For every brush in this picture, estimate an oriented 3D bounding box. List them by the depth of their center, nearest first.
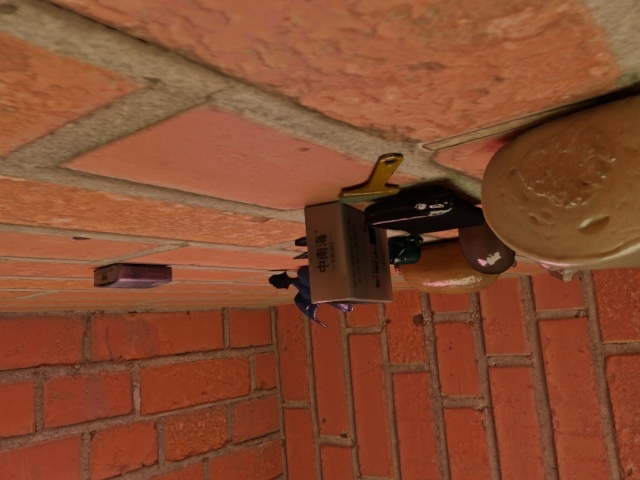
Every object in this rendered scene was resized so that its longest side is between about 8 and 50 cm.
[{"bbox_3d":[0.075,-0.078,0.754,0.083,0.011,0.205,-4,171,-6],"label":"brush"}]

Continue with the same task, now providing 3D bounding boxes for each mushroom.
[{"bbox_3d":[0.360,0.013,1.205,0.141,0.117,0.188,4,180,23],"label":"mushroom"}]

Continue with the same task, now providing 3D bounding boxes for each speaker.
[{"bbox_3d":[0.190,0.021,1.281,0.075,0.060,0.094,-3,171,-18],"label":"speaker"}]

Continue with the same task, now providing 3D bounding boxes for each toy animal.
[{"bbox_3d":[-0.024,0.157,1.746,0.176,0.239,0.255,-30,-129,-32],"label":"toy animal"}]

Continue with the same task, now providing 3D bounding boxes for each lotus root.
[{"bbox_3d":[0.328,0.067,1.414,0.303,0.131,0.146,-9,171,26],"label":"lotus root"}]

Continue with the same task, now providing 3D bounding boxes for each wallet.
[{"bbox_3d":[0.168,-0.041,0.916,0.149,0.044,0.250,-10,173,28],"label":"wallet"}]

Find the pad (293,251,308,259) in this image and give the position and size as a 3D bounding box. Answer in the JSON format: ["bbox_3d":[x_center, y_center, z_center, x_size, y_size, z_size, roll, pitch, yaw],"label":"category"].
[{"bbox_3d":[0.069,0.032,1.473,0.245,0.006,0.170,-1,170,-22],"label":"pad"}]

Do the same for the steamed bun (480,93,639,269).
[{"bbox_3d":[0.314,-0.048,0.599,0.199,0.155,0.250,1,172,-32],"label":"steamed bun"}]

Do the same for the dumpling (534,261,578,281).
[{"bbox_3d":[0.510,0.019,1.216,0.118,0.136,0.199,2,161,4],"label":"dumpling"}]

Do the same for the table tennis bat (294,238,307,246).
[{"bbox_3d":[0.000,0.000,1.199,0.095,0.014,0.158,-1,172,-16],"label":"table tennis bat"}]

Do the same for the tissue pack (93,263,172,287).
[{"bbox_3d":[-0.459,0.089,1.416,0.112,0.051,0.156,-15,166,37],"label":"tissue pack"}]

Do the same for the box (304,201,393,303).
[{"bbox_3d":[0.054,0.032,0.980,0.067,0.155,0.243,-7,170,23],"label":"box"}]
